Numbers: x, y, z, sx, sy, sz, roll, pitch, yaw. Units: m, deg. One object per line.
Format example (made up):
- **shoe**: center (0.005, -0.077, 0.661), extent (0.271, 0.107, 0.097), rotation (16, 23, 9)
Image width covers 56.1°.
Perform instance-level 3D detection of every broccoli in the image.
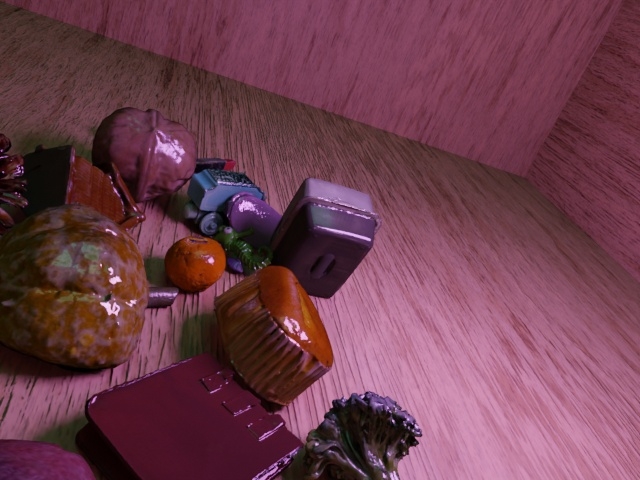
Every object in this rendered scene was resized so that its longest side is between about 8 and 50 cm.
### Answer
- **broccoli**: center (0.072, 0.371, 0.966), extent (0.198, 0.177, 0.275), rotation (22, 37, -17)

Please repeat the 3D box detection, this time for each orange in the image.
- **orange**: center (-0.277, 0.052, 1.323), extent (0.135, 0.118, 0.135), rotation (16, 11, -3)
- **orange**: center (-0.442, 0.056, 1.070), extent (0.270, 0.211, 0.369), rotation (11, 30, -30)

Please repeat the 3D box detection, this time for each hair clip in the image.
- **hair clip**: center (-0.110, -0.024, 1.619), extent (0.358, 0.110, 0.096), rotation (19, 27, -41)

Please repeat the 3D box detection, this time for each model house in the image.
- **model house**: center (-0.537, -0.086, 1.341), extent (0.229, 0.199, 0.220), rotation (41, 46, -49)

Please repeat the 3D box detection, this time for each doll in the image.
- **doll**: center (-0.193, 0.019, 1.476), extent (0.190, 0.115, 0.050), rotation (37, -13, 32)

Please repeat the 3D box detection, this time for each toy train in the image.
- **toy train**: center (-0.257, -0.102, 1.589), extent (0.203, 0.163, 0.112), rotation (0, 32, -42)

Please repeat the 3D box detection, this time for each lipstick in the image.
- **lipstick**: center (-0.384, -0.234, 1.882), extent (0.051, 0.051, 0.312), rotation (34, 25, 25)

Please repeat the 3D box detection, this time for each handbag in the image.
- **handbag**: center (-0.196, 0.304, 0.928), extent (0.260, 0.084, 0.275), rotation (34, 26, 24)

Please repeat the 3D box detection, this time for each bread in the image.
- **bread**: center (-0.082, 0.163, 1.163), extent (0.204, 0.156, 0.288), rotation (45, 9, -26)

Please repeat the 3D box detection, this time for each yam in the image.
- **yam**: center (-0.337, 0.116, 1.228), extent (0.094, 0.043, 0.043), rotation (5, 30, -37)

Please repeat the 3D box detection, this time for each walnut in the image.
- **walnut**: center (-0.452, -0.218, 1.540), extent (0.273, 0.273, 0.227), rotation (28, 64, 10)

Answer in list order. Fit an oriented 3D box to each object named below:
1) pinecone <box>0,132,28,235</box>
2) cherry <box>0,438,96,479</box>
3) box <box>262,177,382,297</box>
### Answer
- **pinecone**: center (-0.709, -0.117, 1.134), extent (0.295, 0.242, 0.298), rotation (6, 43, -16)
- **cherry**: center (-0.348, 0.319, 0.614), extent (0.261, 0.221, 0.307), rotation (32, 12, 0)
- **box**: center (0.000, 0.000, 1.464), extent (0.220, 0.291, 0.166), rotation (14, 47, -20)
